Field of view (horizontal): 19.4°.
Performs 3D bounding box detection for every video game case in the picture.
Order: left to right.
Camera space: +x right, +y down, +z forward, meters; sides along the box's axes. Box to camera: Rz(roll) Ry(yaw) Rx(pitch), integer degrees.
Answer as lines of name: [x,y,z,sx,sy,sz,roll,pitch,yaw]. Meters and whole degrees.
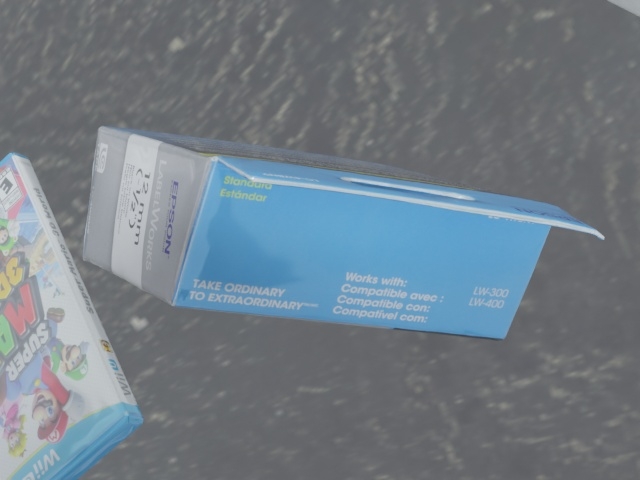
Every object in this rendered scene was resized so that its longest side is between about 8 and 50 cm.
video game case: [-0.161,0.055,0.934,0.015,0.119,0.166,19,37,-53]

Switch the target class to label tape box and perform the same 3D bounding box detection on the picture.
label tape box: [0.000,0.000,1.301,0.249,0.348,0.115,7,97,-22]

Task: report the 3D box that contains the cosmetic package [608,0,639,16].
cosmetic package: [0.170,-0.330,1.368,0.385,0.217,0.156,27,62,2]
